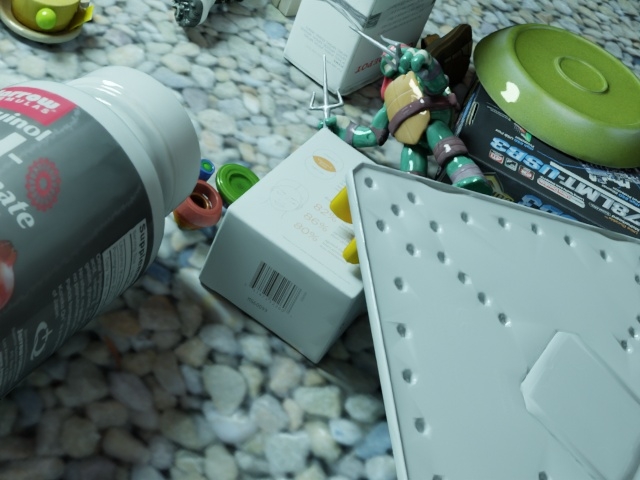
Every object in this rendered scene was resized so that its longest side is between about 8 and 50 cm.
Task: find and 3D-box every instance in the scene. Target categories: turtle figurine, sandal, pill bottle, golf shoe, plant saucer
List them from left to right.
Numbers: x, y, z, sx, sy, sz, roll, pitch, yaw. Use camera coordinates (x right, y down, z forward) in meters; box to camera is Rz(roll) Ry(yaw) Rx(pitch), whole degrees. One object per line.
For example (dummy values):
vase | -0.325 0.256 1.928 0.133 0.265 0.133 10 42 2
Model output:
pill bottle | -0.222 -0.008 0.774 0.176 0.176 0.318 34 40 7
golf shoe | -0.113 -0.299 1.226 0.094 0.077 0.198 17 42 -14
turtle figurine | 0.085 -0.125 1.083 0.118 0.175 0.234 -6 63 -28
sandal | 0.130 -0.211 1.286 0.049 0.072 0.180 24 40 26
plant saucer | 0.290 -0.177 1.245 0.241 0.037 0.241 16 40 -14

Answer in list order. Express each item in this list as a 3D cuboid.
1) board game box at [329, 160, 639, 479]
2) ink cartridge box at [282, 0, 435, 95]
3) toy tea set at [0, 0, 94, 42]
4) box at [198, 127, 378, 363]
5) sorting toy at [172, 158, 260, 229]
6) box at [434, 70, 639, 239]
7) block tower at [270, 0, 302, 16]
board game box | 0.200 0.143 0.872 0.390 0.050 0.390 14 50 -29
ink cartridge box | 0.065 -0.286 1.201 0.092 0.218 0.158 37 40 19
toy tea set | -0.317 -0.352 1.128 0.200 0.124 0.336 13 42 -17
box | 0.000 0.000 0.958 0.130 0.091 0.170 35 41 9
sorting toy | -0.100 -0.038 0.986 0.102 0.042 0.061 -19 69 -48
box | 0.292 -0.085 1.230 0.295 0.073 0.293 27 40 -2
block tower | -0.076 -0.408 1.353 0.097 0.091 0.335 -15 55 -39
